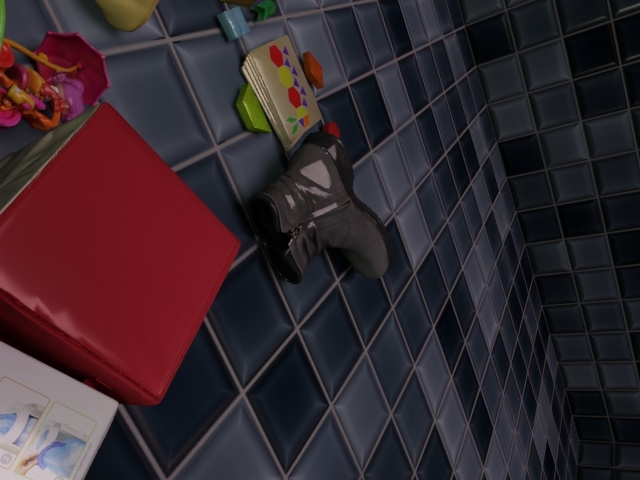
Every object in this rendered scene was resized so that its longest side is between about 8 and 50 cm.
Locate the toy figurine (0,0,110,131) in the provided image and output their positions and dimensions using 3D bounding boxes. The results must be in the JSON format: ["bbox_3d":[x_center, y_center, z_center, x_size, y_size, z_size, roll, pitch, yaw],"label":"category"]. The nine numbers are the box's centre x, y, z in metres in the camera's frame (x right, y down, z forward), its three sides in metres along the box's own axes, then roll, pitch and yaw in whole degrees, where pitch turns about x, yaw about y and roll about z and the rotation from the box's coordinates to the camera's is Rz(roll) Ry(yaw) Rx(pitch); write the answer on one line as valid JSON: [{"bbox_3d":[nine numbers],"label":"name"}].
[{"bbox_3d":[-0.282,-0.163,0.521,0.159,0.130,0.173,2,68,-65],"label":"toy figurine"}]

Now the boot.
[{"bbox_3d":[0.000,0.000,0.925,0.222,0.118,0.338,-56,128,-34],"label":"boot"}]

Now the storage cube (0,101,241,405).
[{"bbox_3d":[-0.229,0.021,0.489,0.193,0.184,0.214,51,44,-34],"label":"storage cube"}]

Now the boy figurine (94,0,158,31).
[{"bbox_3d":[-0.283,-0.392,0.607,0.177,0.092,0.285,-37,109,-56],"label":"boy figurine"}]

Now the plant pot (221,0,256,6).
[{"bbox_3d":[-0.123,-0.449,0.864,0.081,0.083,0.081,-28,105,-55],"label":"plant pot"}]

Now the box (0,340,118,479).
[{"bbox_3d":[-0.283,0.134,0.389,0.203,0.114,0.103,39,42,-24],"label":"box"}]

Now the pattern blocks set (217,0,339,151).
[{"bbox_3d":[-0.065,-0.270,0.953,0.285,0.026,0.324,-40,114,-53],"label":"pattern blocks set"}]
